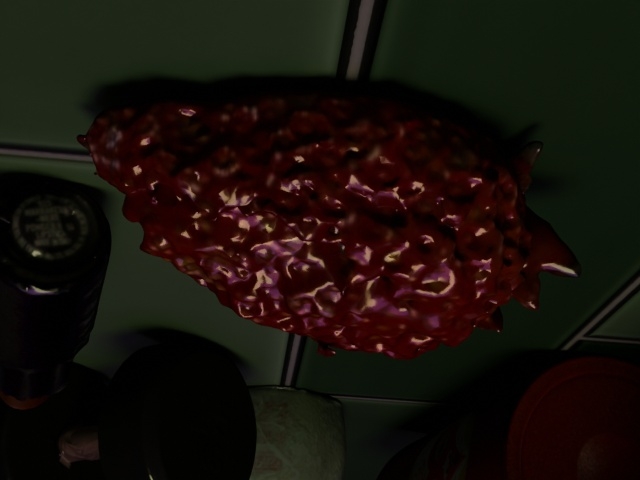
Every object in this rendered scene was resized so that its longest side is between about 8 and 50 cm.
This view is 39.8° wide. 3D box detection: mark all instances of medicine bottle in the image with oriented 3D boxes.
[{"bbox_3d":[-0.048,0.235,0.900,0.147,0.143,0.147,2,156,1],"label":"medicine bottle"}]

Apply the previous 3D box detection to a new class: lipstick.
[{"bbox_3d":[-0.198,0.055,0.610,0.081,0.081,0.300,11,153,-16],"label":"lipstick"}]

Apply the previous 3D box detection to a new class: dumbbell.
[{"bbox_3d":[-0.182,0.174,0.778,0.218,0.153,0.152,-12,151,30],"label":"dumbbell"}]

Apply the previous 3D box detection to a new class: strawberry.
[{"bbox_3d":[0.005,-0.006,0.437,0.228,0.098,0.174,21,148,-35],"label":"strawberry"}]

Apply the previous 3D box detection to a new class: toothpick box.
[{"bbox_3d":[0.191,0.252,0.843,0.204,0.204,0.333,10,155,-14],"label":"toothpick box"}]
